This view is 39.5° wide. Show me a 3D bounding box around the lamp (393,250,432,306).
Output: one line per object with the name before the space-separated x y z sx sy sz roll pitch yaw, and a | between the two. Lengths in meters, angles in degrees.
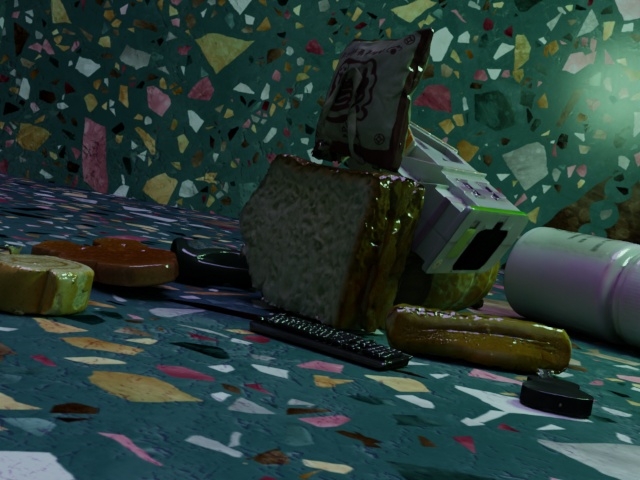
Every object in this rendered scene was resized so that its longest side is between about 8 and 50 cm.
lamp | 0.101 0.064 1.618 0.161 0.161 0.185 6 10 -44

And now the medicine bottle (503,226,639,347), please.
medicine bottle | 0.599 0.101 1.890 0.219 0.219 0.388 7 4 -37

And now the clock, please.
clock | 0.181 -0.086 1.595 0.235 0.166 0.309 3 38 -52

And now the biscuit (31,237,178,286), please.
biscuit | -0.352 0.039 1.499 0.202 0.047 0.334 -4 9 -36

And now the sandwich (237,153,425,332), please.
sandwich | 0.000 -0.001 1.503 0.325 0.262 0.131 15 0 44

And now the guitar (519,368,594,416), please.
guitar | 0.310 0.195 1.196 0.088 0.025 0.233 10 4 10

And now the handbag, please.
handbag | 0.087 -0.235 1.480 0.127 0.235 0.213 16 -2 -40

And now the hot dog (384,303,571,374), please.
hot dog | 0.234 0.149 1.337 0.289 0.083 0.068 10 -15 -6

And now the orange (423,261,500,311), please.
orange | 0.209 0.018 1.842 0.329 0.249 0.329 12 -2 0

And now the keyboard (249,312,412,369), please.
keyboard | 0.013 0.140 1.247 0.230 0.025 0.094 13 7 33

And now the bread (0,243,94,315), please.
bread | -0.366 0.053 1.155 0.122 0.073 0.149 14 5 24

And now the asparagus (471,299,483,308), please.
asparagus | 0.293 0.130 2.053 0.165 0.030 0.036 12 15 16

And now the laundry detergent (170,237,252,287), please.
laundry detergent | -0.173 0.050 1.691 0.222 0.078 0.144 11 5 -16
